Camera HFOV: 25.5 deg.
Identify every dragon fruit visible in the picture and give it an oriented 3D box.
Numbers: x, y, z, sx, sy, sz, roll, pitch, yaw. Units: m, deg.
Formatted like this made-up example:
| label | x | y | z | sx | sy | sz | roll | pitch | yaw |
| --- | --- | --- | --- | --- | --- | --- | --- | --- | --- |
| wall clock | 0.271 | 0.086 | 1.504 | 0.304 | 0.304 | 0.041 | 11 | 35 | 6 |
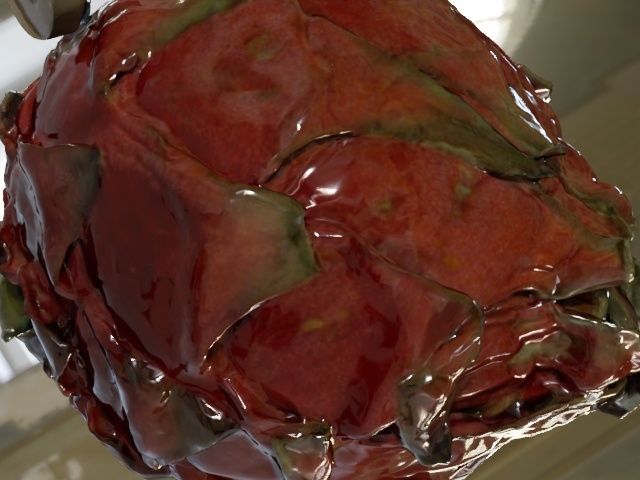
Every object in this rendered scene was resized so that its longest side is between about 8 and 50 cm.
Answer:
| label | x | y | z | sx | sy | sz | roll | pitch | yaw |
| --- | --- | --- | --- | --- | --- | --- | --- | --- | --- |
| dragon fruit | 0.000 | 0.000 | 0.609 | 0.299 | 0.244 | 0.244 | 18 | -16 | 8 |

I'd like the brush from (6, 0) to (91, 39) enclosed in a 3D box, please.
| label | x | y | z | sx | sy | sz | roll | pitch | yaw |
| --- | --- | --- | --- | --- | --- | --- | --- | --- | --- |
| brush | -0.155 | -0.230 | 0.597 | 0.327 | 0.065 | 0.070 | 64 | -29 | 15 |
